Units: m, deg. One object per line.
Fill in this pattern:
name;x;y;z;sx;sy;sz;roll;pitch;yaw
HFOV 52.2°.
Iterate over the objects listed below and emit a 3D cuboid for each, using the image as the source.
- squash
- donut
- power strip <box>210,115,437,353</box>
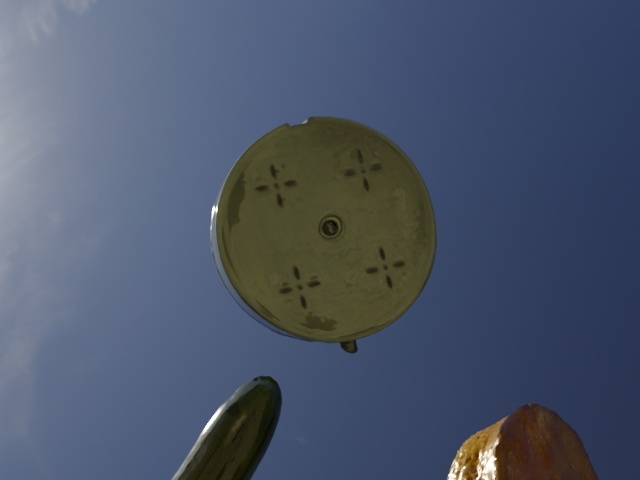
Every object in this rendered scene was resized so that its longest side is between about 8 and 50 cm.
squash;-0.112;0.238;0.617;0.069;0.069;0.258;22;-116;24
donut;0.253;0.348;0.747;0.110;0.303;0.303;-31;-120;35
power strip;0.000;0.000;1.013;0.357;0.161;0.357;1;-97;-13
